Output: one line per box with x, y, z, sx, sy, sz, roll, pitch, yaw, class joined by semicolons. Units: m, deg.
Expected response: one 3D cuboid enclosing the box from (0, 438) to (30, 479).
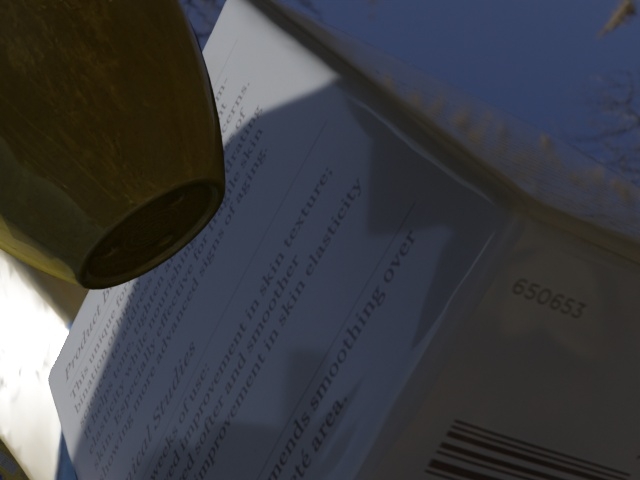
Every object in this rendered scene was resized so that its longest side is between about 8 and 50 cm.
-0.453;0.320;1.348;0.290;0.177;0.279;38;180;9;box

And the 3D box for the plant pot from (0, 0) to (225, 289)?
-0.092;-0.038;0.456;0.134;0.134;0.095;-21;-112;-48;plant pot

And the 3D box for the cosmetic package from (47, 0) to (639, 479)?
0.066;0.090;0.720;0.327;0.329;0.394;20;-164;-29;cosmetic package

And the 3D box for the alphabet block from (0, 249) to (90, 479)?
-0.180;0.107;1.040;0.193;0.192;0.197;-2;-156;-37;alphabet block
